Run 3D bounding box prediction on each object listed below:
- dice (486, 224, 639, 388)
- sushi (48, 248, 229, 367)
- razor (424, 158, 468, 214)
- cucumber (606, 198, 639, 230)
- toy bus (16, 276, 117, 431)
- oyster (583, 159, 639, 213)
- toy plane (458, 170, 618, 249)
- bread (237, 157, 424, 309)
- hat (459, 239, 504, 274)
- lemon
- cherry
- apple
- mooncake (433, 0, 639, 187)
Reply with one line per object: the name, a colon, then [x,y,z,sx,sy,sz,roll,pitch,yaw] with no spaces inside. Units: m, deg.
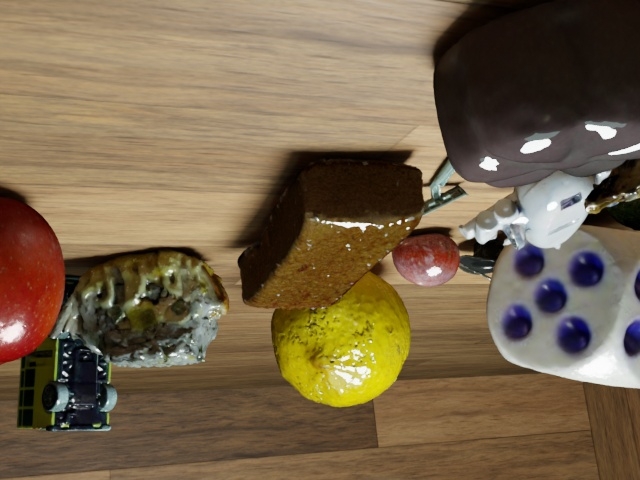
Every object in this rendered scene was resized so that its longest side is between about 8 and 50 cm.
dice: [0.442,0.096,1.410,0.259,0.243,0.251,11,180,-39]
sushi: [-0.289,0.120,1.436,0.274,0.184,0.139,-6,163,6]
razor: [0.173,-0.095,1.154,0.084,0.035,0.211,-27,163,-16]
cucumber: [0.559,-0.038,1.397,0.265,0.077,0.077,4,161,-33]
toy bus: [-0.448,0.202,1.547,0.150,0.261,0.128,-10,165,39]
oyster: [0.429,-0.122,0.948,0.345,0.078,0.128,-27,-178,-1]
toy plane: [0.302,-0.058,1.181,0.245,0.117,0.244,-21,160,-8]
bread: [0.000,0.000,1.265,0.165,0.113,0.416,-1,162,-18]
hat: [0.303,0.026,1.565,0.121,0.050,0.121,0,166,0]
lemon: [0.039,0.171,1.615,0.258,0.257,0.310,-10,180,12]
cherry: [0.225,0.040,1.483,0.226,0.090,0.107,10,151,-9]
apple: [-0.454,0.056,1.114,0.261,0.216,0.260,-8,166,-2]
mooncake: [0.231,-0.135,0.861,0.245,0.133,0.245,-8,172,-1]
